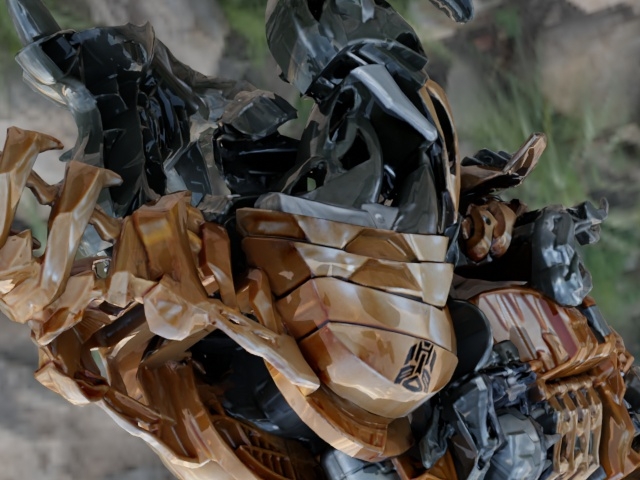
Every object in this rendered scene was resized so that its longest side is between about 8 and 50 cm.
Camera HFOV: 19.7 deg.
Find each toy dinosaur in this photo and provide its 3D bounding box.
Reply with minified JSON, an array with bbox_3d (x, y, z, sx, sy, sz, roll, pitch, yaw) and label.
[{"bbox_3d":[0.000,0.000,0.517,0.164,0.218,0.322,-22,147,13],"label":"toy dinosaur"}]
